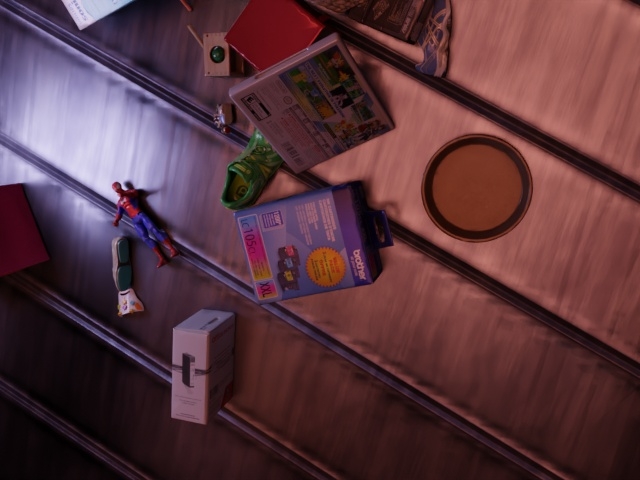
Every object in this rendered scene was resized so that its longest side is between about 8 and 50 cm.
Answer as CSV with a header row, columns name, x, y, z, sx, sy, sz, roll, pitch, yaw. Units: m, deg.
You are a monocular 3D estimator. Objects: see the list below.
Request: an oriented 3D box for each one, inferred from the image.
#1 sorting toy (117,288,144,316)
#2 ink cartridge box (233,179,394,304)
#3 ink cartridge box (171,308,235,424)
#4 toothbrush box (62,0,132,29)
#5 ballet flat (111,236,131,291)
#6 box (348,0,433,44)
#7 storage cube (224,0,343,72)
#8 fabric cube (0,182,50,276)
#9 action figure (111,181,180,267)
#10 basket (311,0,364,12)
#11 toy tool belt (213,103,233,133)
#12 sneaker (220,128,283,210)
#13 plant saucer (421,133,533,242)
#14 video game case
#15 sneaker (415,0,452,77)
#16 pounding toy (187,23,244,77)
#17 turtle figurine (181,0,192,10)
name,x,y,z,sx,sy,sz,roll,pitch,yaw
sorting toy,-0.592,0.188,2.067,0.083,0.045,0.075,-17,77,18
ink cartridge box,0.000,0.000,1.808,0.395,0.151,0.270,-13,97,16
ink cartridge box,-0.334,0.354,1.940,0.114,0.197,0.273,8,102,14
toothbrush box,-0.560,-0.717,1.765,0.295,0.126,0.216,-15,116,31
ballet flat,-0.604,0.069,2.043,0.052,0.057,0.168,11,101,42
box,0.193,-0.623,1.654,0.183,0.056,0.231,31,108,25
storage cube,-0.089,-0.516,1.710,0.193,0.183,0.215,41,109,6
fabric cube,-1.033,-0.003,2.032,0.259,0.254,0.258,-18,96,18
action figure,-0.535,-0.051,1.953,0.091,0.139,0.280,-35,88,17
basket,0.030,-0.728,1.519,0.266,0.331,0.328,-20,85,31
toy tool belt,-0.270,-0.337,1.871,0.051,0.052,0.083,8,101,46
sneaker,-0.178,-0.203,1.826,0.109,0.123,0.296,30,106,8
plant saucer,0.397,-0.133,1.727,0.277,0.041,0.278,3,101,14
video game case,-0.015,-0.328,1.689,0.299,0.329,0.036,-23,49,18
sneaker,0.281,-0.511,1.663,0.081,0.080,0.211,6,101,11
pounding toy,-0.273,-0.499,1.785,0.100,0.141,0.130,2,101,15
turtle figurine,-0.330,-0.762,1.777,0.217,0.087,0.270,-10,114,24
